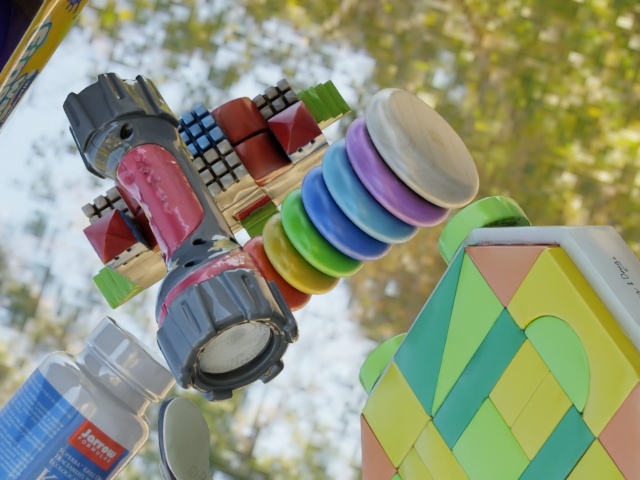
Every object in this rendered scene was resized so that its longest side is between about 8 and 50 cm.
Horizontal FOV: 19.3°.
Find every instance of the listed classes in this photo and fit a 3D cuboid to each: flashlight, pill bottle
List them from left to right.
[{"bbox_3d":[-0.236,0.180,1.728,0.221,0.124,0.124,-50,-10,-2],"label":"pill bottle"},{"bbox_3d":[-0.122,-0.013,1.482,0.103,0.304,0.103,-26,-37,-8],"label":"flashlight"}]

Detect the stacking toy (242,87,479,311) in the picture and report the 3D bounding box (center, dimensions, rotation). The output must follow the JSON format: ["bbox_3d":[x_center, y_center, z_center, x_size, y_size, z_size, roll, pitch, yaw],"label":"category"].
[{"bbox_3d":[0.000,0.000,1.893,0.330,0.141,0.141,-42,4,24],"label":"stacking toy"}]

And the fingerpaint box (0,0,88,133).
[{"bbox_3d":[-0.361,-0.180,1.579,0.445,0.163,0.371,-53,-8,17],"label":"fingerpaint box"}]

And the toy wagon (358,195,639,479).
[{"bbox_3d":[0.108,0.154,1.116,0.068,0.267,0.344,-2,-44,-37],"label":"toy wagon"}]

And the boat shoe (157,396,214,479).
[{"bbox_3d":[-0.121,0.195,1.662,0.049,0.043,0.137,-30,-59,-28],"label":"boat shoe"}]

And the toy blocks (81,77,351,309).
[{"bbox_3d":[-0.134,-0.073,2.201,0.381,0.190,0.261,-33,-10,1],"label":"toy blocks"}]
